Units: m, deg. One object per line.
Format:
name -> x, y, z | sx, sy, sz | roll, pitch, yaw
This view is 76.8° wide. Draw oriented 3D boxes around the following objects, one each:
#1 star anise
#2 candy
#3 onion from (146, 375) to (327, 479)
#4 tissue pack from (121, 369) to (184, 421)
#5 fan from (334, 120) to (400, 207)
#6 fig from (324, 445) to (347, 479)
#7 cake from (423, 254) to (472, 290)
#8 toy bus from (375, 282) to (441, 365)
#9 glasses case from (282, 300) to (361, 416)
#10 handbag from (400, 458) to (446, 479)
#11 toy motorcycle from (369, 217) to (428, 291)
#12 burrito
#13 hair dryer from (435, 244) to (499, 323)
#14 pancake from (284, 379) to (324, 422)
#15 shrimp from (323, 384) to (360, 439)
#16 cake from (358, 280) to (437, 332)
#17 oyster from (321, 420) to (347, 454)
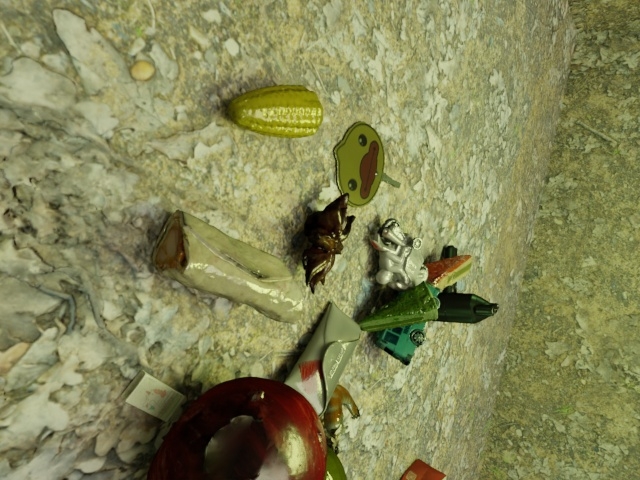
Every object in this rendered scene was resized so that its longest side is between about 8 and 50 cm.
star anise -> 0.000, 0.000, 0.968 | 0.272, 0.102, 0.272 | -57, 161, -33
candy -> -0.091, -0.254, 0.794 | 0.198, 0.094, 0.106 | -17, 85, -43
onion -> -0.144, 0.407, 0.737 | 0.341, 0.340, 0.342 | -15, 111, -46
tissue pack -> -0.304, 0.286, 0.740 | 0.056, 0.023, 0.108 | -55, 135, -24
fan -> 0.139, -0.196, 1.136 | 0.334, 0.011, 0.230 | 16, 87, -48
fig -> -0.008, 0.644, 1.026 | 0.202, 0.225, 0.203 | -31, 144, -26
cake -> 0.434, 0.110, 1.460 | 0.220, 0.116, 0.086 | -29, 127, -30
toy bus -> 0.280, 0.258, 1.308 | 0.256, 0.146, 0.128 | -61, 166, -17
glasses case -> 0.012, 0.300, 1.036 | 0.128, 0.083, 0.308 | 57, 48, -27
handbag -> 0.371, 1.051, 1.630 | 0.297, 0.151, 0.171 | -14, 106, -39
toy motorcycle -> 0.231, 0.067, 1.219 | 0.171, 0.110, 0.260 | -44, 116, -17
burrito -> -0.162, 0.062, 0.769 | 0.105, 0.143, 0.299 | -45, 135, 13
hair dryer -> 0.538, 0.160, 1.530 | 0.116, 0.244, 0.303 | 25, 66, -55
pancake -> -0.039, 0.442, 1.077 | 0.249, 0.031, 0.251 | -17, 113, -49
shrimp -> 0.062, 0.483, 1.108 | 0.166, 0.049, 0.161 | 51, 25, -35
cake -> 0.234, 0.228, 1.194 | 0.235, 0.099, 0.100 | -30, 145, -2
oyster -> 0.038, 0.561, 1.177 | 0.106, 0.061, 0.200 | -54, 151, -49
